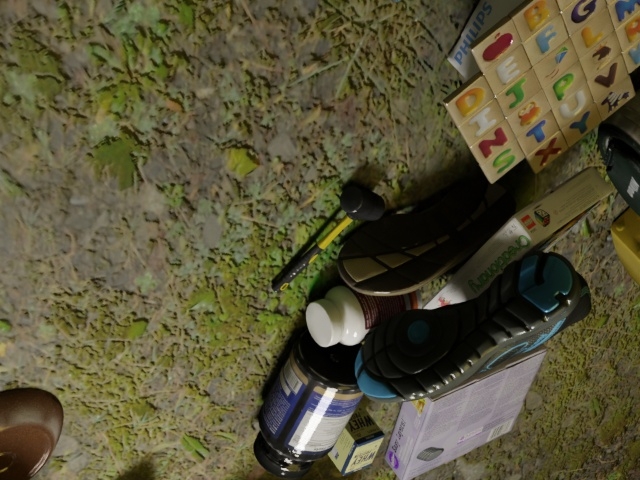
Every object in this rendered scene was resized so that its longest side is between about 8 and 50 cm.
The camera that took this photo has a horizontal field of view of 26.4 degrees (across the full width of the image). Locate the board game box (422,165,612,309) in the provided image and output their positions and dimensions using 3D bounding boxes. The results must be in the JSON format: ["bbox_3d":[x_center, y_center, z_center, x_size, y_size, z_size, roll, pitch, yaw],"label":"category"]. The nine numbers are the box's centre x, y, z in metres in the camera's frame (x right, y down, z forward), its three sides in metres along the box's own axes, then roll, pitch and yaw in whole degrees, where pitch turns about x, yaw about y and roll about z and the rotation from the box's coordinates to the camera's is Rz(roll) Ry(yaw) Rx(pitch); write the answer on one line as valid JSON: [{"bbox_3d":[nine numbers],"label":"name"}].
[{"bbox_3d":[0.264,0.027,1.943,0.193,0.053,0.305,-30,166,-39],"label":"board game box"}]

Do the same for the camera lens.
[{"bbox_3d":[0.555,-0.153,1.962,0.274,0.219,0.219,-35,148,-5],"label":"camera lens"}]

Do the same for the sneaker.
[{"bbox_3d":[0.209,0.137,1.840,0.340,0.125,0.139,-25,153,20],"label":"sneaker"}]

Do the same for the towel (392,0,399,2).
[{"bbox_3d":[0.108,-0.416,1.349,0.271,0.040,0.370,-40,150,4],"label":"towel"}]

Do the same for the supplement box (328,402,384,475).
[{"bbox_3d":[0.047,0.310,2.165,0.056,0.083,0.083,-15,142,-34],"label":"supplement box"}]

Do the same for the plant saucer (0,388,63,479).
[{"bbox_3d":[-0.403,0.265,1.697,0.198,0.036,0.199,-25,146,-19],"label":"plant saucer"}]

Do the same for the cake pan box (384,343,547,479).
[{"bbox_3d":[0.253,0.282,2.357,0.266,0.070,0.246,-21,146,-26],"label":"cake pan box"}]

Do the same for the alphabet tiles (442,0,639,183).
[{"bbox_3d":[0.293,-0.206,1.680,0.285,0.011,0.342,-38,149,3],"label":"alphabet tiles"}]

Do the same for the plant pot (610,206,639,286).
[{"bbox_3d":[0.604,0.010,2.254,0.212,0.212,0.187,-45,135,11],"label":"plant pot"}]

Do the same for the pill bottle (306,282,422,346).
[{"bbox_3d":[0.060,0.095,1.903,0.152,0.086,0.086,-17,142,-31],"label":"pill bottle"}]

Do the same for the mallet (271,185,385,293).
[{"bbox_3d":[0.000,0.000,1.773,0.189,0.039,0.062,-41,150,11],"label":"mallet"}]

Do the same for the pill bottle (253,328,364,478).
[{"bbox_3d":[-0.017,0.240,1.974,0.122,0.123,0.219,-8,137,-40],"label":"pill bottle"}]

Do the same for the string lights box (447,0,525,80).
[{"bbox_3d":[0.294,-0.258,1.700,0.259,0.077,0.133,-8,138,-40],"label":"string lights box"}]

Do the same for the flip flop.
[{"bbox_3d":[0.147,0.002,1.873,0.277,0.112,0.080,-29,162,-25],"label":"flip flop"}]
